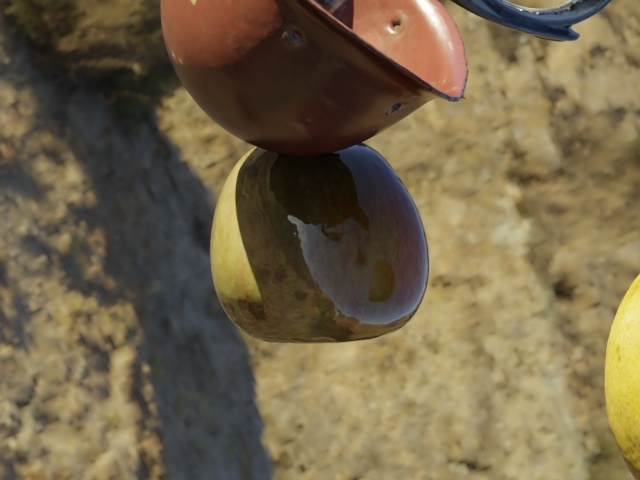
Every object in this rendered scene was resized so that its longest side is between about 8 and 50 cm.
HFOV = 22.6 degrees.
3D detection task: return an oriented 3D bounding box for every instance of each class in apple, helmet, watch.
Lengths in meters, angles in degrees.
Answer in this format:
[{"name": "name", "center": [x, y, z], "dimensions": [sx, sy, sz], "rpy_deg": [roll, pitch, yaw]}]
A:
[{"name": "apple", "center": [0.000, 0.000, 1.832], "dimensions": [0.257, 0.256, 0.234], "rpy_deg": [4, 87, -71]}, {"name": "helmet", "center": [-0.036, -0.209, 1.670], "dimensions": [0.337, 0.230, 0.385], "rpy_deg": [29, 28, -35]}, {"name": "watch", "center": [0.161, -0.264, 1.295], "dimensions": [0.068, 0.206, 0.193], "rpy_deg": [-133, -128, -65]}]

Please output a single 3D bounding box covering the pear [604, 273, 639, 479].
[{"name": "pear", "center": [0.435, 0.143, 1.614], "dimensions": [0.314, 0.314, 0.314], "rpy_deg": [55, 20, -30]}]
